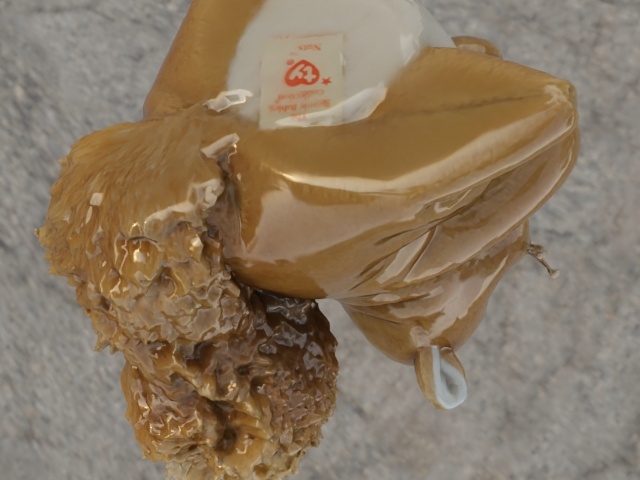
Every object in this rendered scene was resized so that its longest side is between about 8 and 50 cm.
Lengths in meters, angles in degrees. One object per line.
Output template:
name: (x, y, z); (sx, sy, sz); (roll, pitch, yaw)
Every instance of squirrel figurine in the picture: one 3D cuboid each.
squirrel figurine: (0.000, 0.000, 1.035); (0.397, 0.281, 0.370); (-38, 150, -8)
